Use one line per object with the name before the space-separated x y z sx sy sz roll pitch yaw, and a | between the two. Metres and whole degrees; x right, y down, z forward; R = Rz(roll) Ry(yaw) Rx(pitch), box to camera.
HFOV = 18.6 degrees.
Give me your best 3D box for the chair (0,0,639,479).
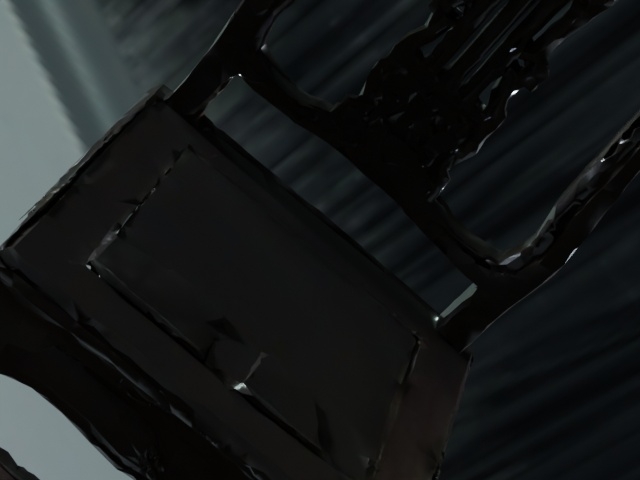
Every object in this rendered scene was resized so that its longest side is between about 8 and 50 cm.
chair | 0.000 0.000 0.414 0.106 0.229 0.113 39 27 -6
